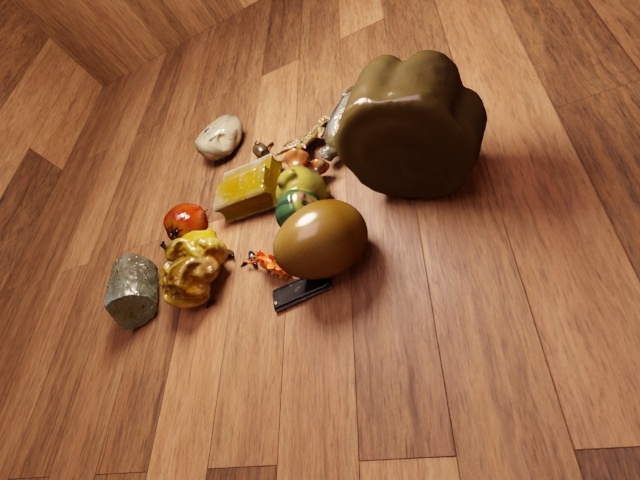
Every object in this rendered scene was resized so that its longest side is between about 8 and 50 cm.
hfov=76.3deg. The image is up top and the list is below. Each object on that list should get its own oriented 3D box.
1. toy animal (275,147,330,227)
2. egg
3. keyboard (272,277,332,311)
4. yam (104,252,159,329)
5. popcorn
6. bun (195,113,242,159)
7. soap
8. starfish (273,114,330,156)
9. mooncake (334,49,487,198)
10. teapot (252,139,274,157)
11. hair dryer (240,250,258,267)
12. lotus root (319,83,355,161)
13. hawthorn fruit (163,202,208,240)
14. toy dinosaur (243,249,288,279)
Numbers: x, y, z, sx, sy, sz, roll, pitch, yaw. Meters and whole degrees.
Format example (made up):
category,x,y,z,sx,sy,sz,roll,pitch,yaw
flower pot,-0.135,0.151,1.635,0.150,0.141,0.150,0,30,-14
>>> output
category,x,y,z,sx,sy,sz,roll,pitch,yaw
toy animal,-0.078,-0.166,1.556,0.191,0.216,0.338,-33,46,46
egg,0.000,0.000,1.335,0.322,0.250,0.250,-23,46,-14
keyboard,-0.066,0.173,1.422,0.230,0.025,0.093,-25,48,14
yam,-0.789,0.199,1.738,0.201,0.202,0.271,-20,46,-9
popcorn,-0.504,0.086,1.597,0.297,0.281,0.315,-37,33,27
bun,-0.509,-0.515,2.066,0.273,0.168,0.273,-25,38,21
soap,-0.308,-0.231,1.774,0.281,0.143,0.259,-19,49,26
starfish,-0.076,-0.437,1.793,0.302,0.060,0.299,-16,33,38
mooncake,0.280,-0.347,1.295,0.467,0.467,0.262,6,56,34
teapot,-0.267,-0.442,1.929,0.110,0.085,0.080,-30,47,-17
hair dryer,-0.284,0.090,1.615,0.083,0.031,0.079,-38,55,21
lotus root,0.113,-0.469,1.657,0.175,0.175,0.349,17,77,38
hawthorn fruit,-0.575,-0.083,1.810,0.197,0.196,0.225,-1,35,31
toy dinosaur,-0.191,0.081,1.492,0.288,0.117,0.070,15,70,30
